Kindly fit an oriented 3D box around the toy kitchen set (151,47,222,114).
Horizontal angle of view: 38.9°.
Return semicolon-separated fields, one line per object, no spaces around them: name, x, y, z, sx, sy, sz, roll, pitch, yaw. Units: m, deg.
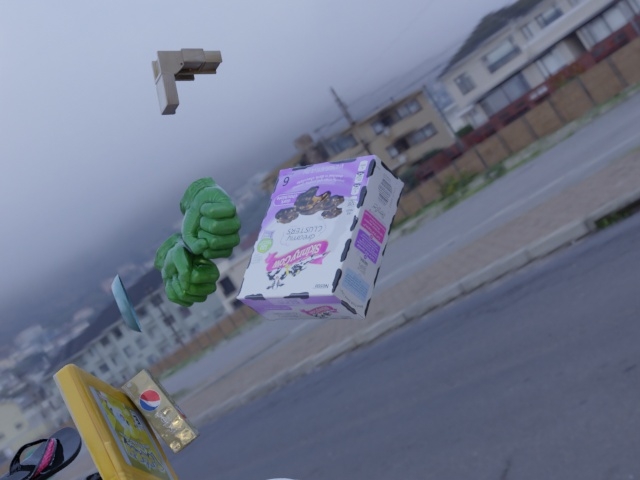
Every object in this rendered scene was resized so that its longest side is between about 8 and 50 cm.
toy kitchen set;-0.170;-0.196;1.156;0.083;0.075;0.068;-6;-14;-25

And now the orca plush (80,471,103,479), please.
orca plush;-0.360;0.561;1.665;0.151;0.287;0.102;-12;-13;-29

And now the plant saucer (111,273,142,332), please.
plant saucer;-0.368;0.123;1.708;0.021;0.119;0.119;-23;-3;-10

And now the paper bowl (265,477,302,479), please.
paper bowl;-0.078;0.535;1.593;0.284;0.148;0.284;-12;27;6

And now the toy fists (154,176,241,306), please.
toy fists;-0.249;0.013;1.835;0.096;0.142;0.279;-8;-44;-48

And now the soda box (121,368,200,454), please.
soda box;-0.333;0.358;1.899;0.061;0.181;0.058;-39;-6;-5

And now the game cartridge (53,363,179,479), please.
game cartridge;-0.366;0.409;1.748;0.052;0.324;0.285;-38;-31;-2

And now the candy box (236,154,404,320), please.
candy box;0.000;0.000;1.144;0.164;0.070;0.196;-5;57;40

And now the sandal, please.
sandal;-0.389;0.300;1.222;0.067;0.040;0.179;1;23;28
